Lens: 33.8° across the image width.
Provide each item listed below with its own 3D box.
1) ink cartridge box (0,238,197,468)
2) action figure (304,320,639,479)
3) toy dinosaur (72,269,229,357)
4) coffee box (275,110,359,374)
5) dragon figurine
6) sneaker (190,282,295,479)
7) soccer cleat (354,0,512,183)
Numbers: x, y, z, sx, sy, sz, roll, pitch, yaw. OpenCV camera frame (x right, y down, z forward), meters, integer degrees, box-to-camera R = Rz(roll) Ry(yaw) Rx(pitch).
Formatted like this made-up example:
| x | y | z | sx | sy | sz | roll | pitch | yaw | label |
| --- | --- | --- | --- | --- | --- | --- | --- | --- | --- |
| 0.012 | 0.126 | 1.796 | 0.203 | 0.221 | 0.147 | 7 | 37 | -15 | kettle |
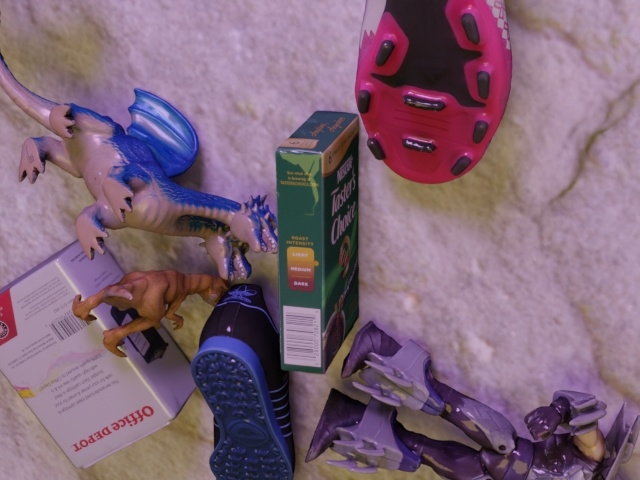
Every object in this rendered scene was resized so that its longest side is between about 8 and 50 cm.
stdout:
| x | y | z | sx | sy | sz | roll | pitch | yaw | label |
| --- | --- | --- | --- | --- | --- | --- | --- | --- | --- |
| -0.213 | 0.101 | 0.953 | 0.127 | 0.072 | 0.175 | -29 | 101 | 24 | ink cartridge box |
| 0.140 | 0.179 | 0.873 | 0.285 | 0.099 | 0.185 | 22 | 111 | 3 | action figure |
| -0.148 | 0.043 | 0.846 | 0.112 | 0.211 | 0.064 | -34 | 79 | 19 | toy dinosaur |
| 0.000 | 0.000 | 0.829 | 0.040 | 0.113 | 0.184 | 5 | 111 | 15 | coffee box |
| -0.159 | -0.068 | 0.860 | 0.289 | 0.144 | 0.085 | 46 | 119 | 16 | dragon figurine |
| -0.057 | 0.140 | 0.928 | 0.081 | 0.090 | 0.232 | 7 | 135 | 12 | sneaker |
| 0.086 | -0.191 | 0.735 | 0.116 | 0.143 | 0.331 | 10 | 137 | 18 | soccer cleat |
